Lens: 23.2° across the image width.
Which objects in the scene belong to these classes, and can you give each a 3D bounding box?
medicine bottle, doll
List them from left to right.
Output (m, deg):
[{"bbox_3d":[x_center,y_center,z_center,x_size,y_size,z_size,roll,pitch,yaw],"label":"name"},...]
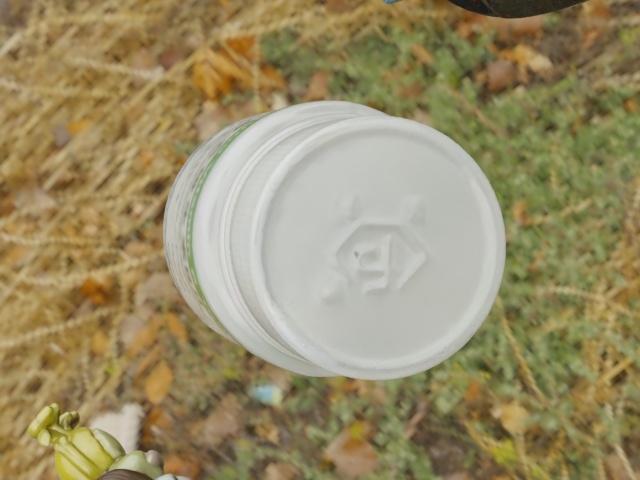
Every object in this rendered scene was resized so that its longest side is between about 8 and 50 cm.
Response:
[{"bbox_3d":[-0.147,0.197,1.171,0.096,0.188,0.145,-42,1,-4],"label":"doll"},{"bbox_3d":[0.000,0.000,0.777,0.139,0.139,0.237,-49,11,-5],"label":"medicine bottle"}]

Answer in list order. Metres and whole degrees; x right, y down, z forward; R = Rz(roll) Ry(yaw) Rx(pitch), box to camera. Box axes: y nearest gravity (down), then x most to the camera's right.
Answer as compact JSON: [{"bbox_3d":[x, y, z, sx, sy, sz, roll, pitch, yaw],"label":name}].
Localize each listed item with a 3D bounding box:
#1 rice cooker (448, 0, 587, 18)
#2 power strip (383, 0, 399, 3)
[{"bbox_3d":[0.137,-0.206,0.966,0.165,0.112,0.106,-12,36,23],"label":"rice cooker"},{"bbox_3d":[0.100,-0.246,1.344,0.123,0.056,0.032,-14,6,36],"label":"power strip"}]
